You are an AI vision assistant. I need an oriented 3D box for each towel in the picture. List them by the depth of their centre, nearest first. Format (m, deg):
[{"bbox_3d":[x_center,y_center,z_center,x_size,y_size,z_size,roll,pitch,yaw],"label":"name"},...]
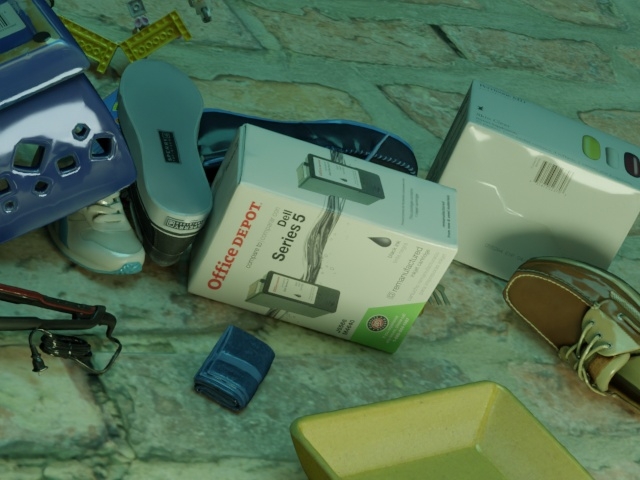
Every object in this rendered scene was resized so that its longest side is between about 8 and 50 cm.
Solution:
[{"bbox_3d":[-0.094,0.142,1.918,0.067,0.029,0.119,27,29,3],"label":"towel"}]

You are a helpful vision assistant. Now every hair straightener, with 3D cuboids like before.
[{"bbox_3d":[-0.294,0.100,1.803,0.230,0.047,0.089,18,69,-51],"label":"hair straightener"}]

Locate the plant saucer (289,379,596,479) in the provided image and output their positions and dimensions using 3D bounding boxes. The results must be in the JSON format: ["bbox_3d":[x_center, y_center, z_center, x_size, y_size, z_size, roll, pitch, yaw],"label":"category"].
[{"bbox_3d":[0.164,0.301,1.804,0.333,0.081,0.333,-6,42,-42],"label":"plant saucer"}]

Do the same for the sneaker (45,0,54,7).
[{"bbox_3d":[-0.432,-0.341,2.445,0.109,0.040,0.043,7,50,-22],"label":"sneaker"}]

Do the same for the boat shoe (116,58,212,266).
[{"bbox_3d":[-0.195,-0.096,2.097,0.113,0.105,0.306,5,43,-25],"label":"boat shoe"}]

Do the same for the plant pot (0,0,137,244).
[{"bbox_3d":[-0.370,-0.157,1.927,0.236,0.212,0.236,-26,48,-16],"label":"plant pot"}]

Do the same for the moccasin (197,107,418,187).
[{"bbox_3d":[-0.032,-0.081,2.244,0.342,0.137,0.116,2,44,-19],"label":"moccasin"}]

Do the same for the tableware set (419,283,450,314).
[{"bbox_3d":[0.100,0.044,2.231,0.104,0.024,0.154,5,36,-25],"label":"tableware set"}]

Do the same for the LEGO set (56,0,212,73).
[{"bbox_3d":[-0.289,-0.299,2.416,0.287,0.132,0.107,-9,8,-2],"label":"LEGO set"}]

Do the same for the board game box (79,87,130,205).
[{"bbox_3d":[-0.239,-0.134,2.257,0.145,0.027,0.281,30,30,5],"label":"board game box"}]

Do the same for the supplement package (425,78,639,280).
[{"bbox_3d":[0.284,-0.063,2.352,0.262,0.204,0.145,21,29,-5],"label":"supplement package"}]

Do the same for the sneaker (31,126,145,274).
[{"bbox_3d":[-0.275,-0.046,2.024,0.087,0.092,0.228,-3,41,-43],"label":"sneaker"}]

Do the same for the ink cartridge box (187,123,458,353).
[{"bbox_3d":[0.000,0.000,2.034,0.273,0.198,0.114,17,42,-13],"label":"ink cartridge box"}]

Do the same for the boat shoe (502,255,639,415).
[{"bbox_3d":[0.376,0.136,2.189,0.324,0.122,0.120,31,33,13],"label":"boat shoe"}]
